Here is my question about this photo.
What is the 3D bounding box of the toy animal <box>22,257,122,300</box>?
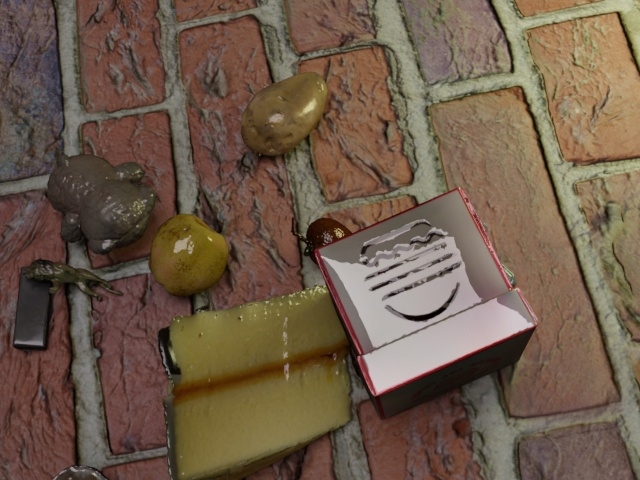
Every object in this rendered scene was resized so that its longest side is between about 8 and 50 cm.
[{"bbox_3d":[-0.537,0.085,1.960,0.220,0.086,0.069,19,101,-6],"label":"toy animal"}]

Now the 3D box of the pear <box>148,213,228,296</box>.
[{"bbox_3d":[-0.286,0.035,1.921,0.178,0.178,0.178,-3,66,7],"label":"pear"}]

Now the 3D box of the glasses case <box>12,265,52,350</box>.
[{"bbox_3d":[-0.629,0.147,1.977,0.072,0.042,0.190,-1,65,-3],"label":"glasses case"}]

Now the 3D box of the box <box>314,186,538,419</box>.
[{"bbox_3d":[0.191,0.128,1.705,0.314,0.312,0.300,-23,71,-2],"label":"box"}]

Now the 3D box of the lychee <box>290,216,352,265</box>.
[{"bbox_3d":[0.004,-0.001,1.911,0.140,0.101,0.114,7,107,-1],"label":"lychee"}]

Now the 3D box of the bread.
[{"bbox_3d":[-0.107,0.267,1.754,0.405,0.242,0.345,-21,67,3],"label":"bread"}]

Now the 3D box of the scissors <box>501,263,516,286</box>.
[{"bbox_3d":[0.305,0.019,1.901,0.256,0.030,0.125,38,78,23],"label":"scissors"}]

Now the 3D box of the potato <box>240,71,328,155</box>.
[{"bbox_3d":[-0.077,-0.290,2.045,0.235,0.128,0.161,-27,69,-10],"label":"potato"}]

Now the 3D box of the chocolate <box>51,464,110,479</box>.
[{"bbox_3d":[-0.498,0.558,1.753,0.157,0.080,0.254,43,79,7],"label":"chocolate"}]

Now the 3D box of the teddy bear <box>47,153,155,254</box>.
[{"bbox_3d":[-0.486,-0.088,2.001,0.267,0.151,0.236,35,77,22],"label":"teddy bear"}]
